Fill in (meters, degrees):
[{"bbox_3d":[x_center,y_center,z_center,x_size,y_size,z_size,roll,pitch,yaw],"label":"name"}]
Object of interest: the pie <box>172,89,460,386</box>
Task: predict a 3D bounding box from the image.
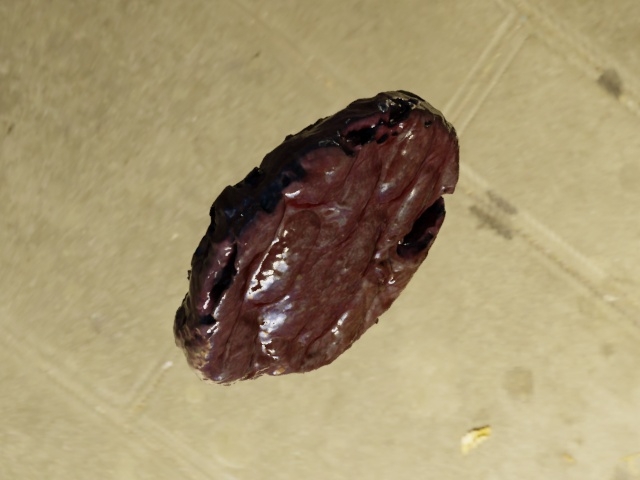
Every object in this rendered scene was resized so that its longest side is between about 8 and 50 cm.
[{"bbox_3d":[0.000,0.000,0.611,0.153,0.153,0.038,-41,61,-16],"label":"pie"}]
